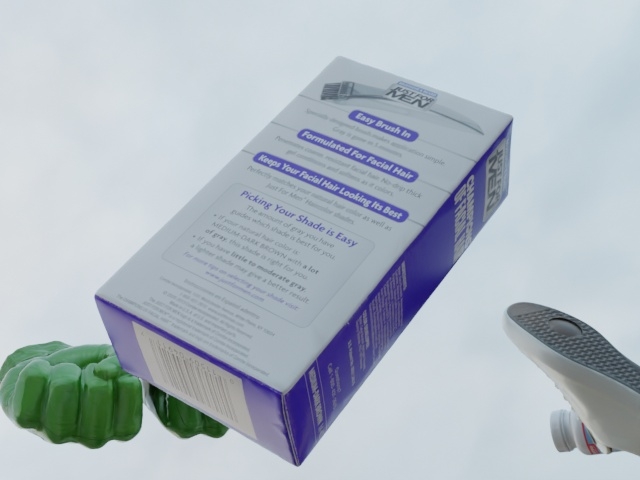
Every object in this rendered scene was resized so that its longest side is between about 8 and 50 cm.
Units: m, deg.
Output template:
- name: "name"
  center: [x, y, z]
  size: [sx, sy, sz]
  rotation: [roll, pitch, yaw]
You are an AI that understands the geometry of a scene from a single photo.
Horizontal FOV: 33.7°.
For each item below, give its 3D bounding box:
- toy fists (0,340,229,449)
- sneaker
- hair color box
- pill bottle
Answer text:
- name: "toy fists"
  center: [-0.188, 0.152, 1.090]
  size: [0.279, 0.142, 0.096]
  rotation: [3, -77, -33]
- name: "sneaker"
  center: [0.332, 0.191, 1.309]
  size: [0.106, 0.290, 0.123]
  rotation: [-20, -43, -44]
- name: "hair color box"
  center: [0.000, 0.000, 0.879]
  size: [0.339, 0.185, 0.110]
  rotation: [-49, -31, -30]
- name: "pill bottle"
  center: [0.441, 0.284, 1.629]
  size: [0.160, 0.087, 0.087]
  rotation: [-14, -41, 26]
